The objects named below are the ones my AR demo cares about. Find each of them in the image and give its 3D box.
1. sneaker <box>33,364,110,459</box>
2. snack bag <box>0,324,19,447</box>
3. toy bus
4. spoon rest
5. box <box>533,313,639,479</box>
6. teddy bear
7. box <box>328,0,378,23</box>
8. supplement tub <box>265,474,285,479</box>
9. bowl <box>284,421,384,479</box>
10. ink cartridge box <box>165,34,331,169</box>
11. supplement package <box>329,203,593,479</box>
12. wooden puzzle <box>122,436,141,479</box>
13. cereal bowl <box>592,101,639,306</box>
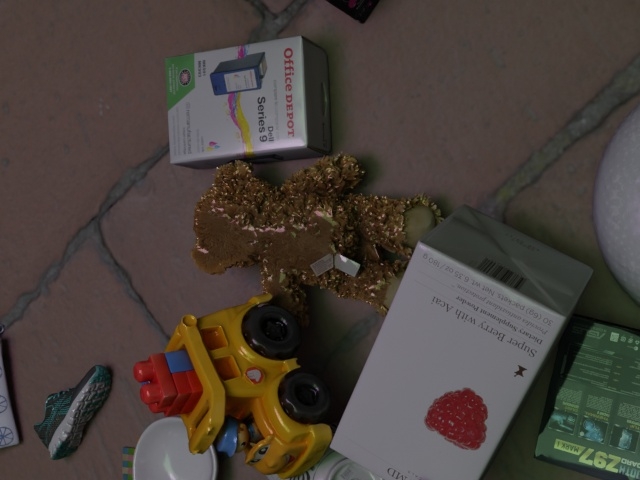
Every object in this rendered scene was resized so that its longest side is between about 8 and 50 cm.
[{"bbox_3d":[-0.383,0.249,1.409,0.076,0.065,0.166,38,101,22],"label":"sneaker"},{"bbox_3d":[-0.655,0.182,1.433,0.323,0.037,0.342,-9,87,-15],"label":"snack bag"},{"bbox_3d":[-0.118,0.192,1.143,0.220,0.212,0.149,62,140,26],"label":"toy bus"},{"bbox_3d":[-0.210,0.390,1.324,0.137,0.084,0.276,2,90,22],"label":"spoon rest"},{"bbox_3d":[0.387,0.202,1.100,0.233,0.059,0.183,13,92,22],"label":"box"},{"bbox_3d":[0.000,0.000,1.245,0.338,0.113,0.245,-6,99,17],"label":"teddy bear"},{"bbox_3d":[0.043,-0.440,1.206,0.163,0.142,0.247,39,102,18],"label":"box"},{"bbox_3d":[-0.043,0.305,1.265,0.071,0.071,0.107,-45,75,15],"label":"supplement tub"},{"bbox_3d":[0.041,0.315,1.187,0.170,0.080,0.170,2,76,-7],"label":"bowl"},{"bbox_3d":[-0.100,-0.186,1.286,0.213,0.093,0.154,-4,87,20],"label":"ink cartridge box"},{"bbox_3d":[0.163,0.139,1.086,0.178,0.175,0.292,28,116,15],"label":"supplement package"},{"bbox_3d":[-0.274,0.335,1.392,0.049,0.006,0.083,1,89,22],"label":"wooden puzzle"},{"bbox_3d":[0.471,-0.042,1.030,0.339,0.141,0.338,0,90,22],"label":"cereal bowl"}]
